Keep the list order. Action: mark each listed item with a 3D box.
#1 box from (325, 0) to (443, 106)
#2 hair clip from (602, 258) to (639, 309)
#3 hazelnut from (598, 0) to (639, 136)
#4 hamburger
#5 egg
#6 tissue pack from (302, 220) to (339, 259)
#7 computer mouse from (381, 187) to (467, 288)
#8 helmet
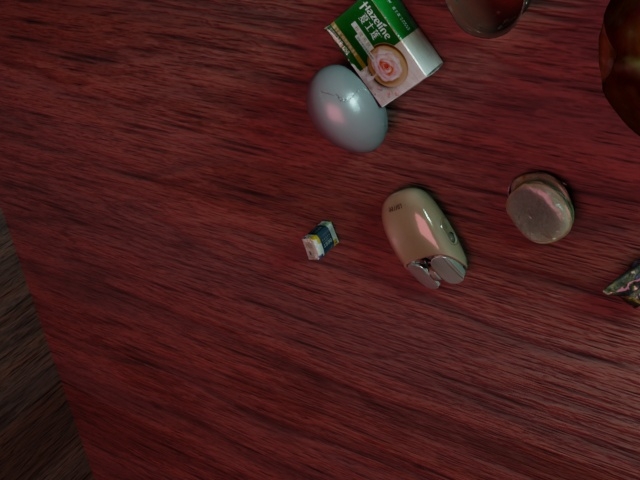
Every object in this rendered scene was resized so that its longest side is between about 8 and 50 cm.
[{"bbox_3d":[0.123,-0.377,1.736,0.199,0.081,0.135,51,138,-8],"label":"box"},{"bbox_3d":[0.640,0.014,1.597,0.095,0.110,0.359,30,135,-6],"label":"hair clip"},{"bbox_3d":[0.606,-0.257,1.239,0.429,0.402,0.402,4,123,31],"label":"hazelnut"},{"bbox_3d":[0.426,-0.064,1.738,0.140,0.062,0.133,50,142,-7],"label":"hamburger"},{"bbox_3d":[0.055,-0.265,1.824,0.199,0.146,0.146,46,140,-19],"label":"egg"},{"bbox_3d":[0.000,0.000,2.116,0.042,0.083,0.062,0,120,41],"label":"tissue pack"},{"bbox_3d":[0.220,-0.002,1.939,0.145,0.082,0.236,-17,108,44],"label":"computer mouse"},{"bbox_3d":[0.292,-0.438,1.529,0.175,0.106,0.155,42,135,13],"label":"helmet"}]
